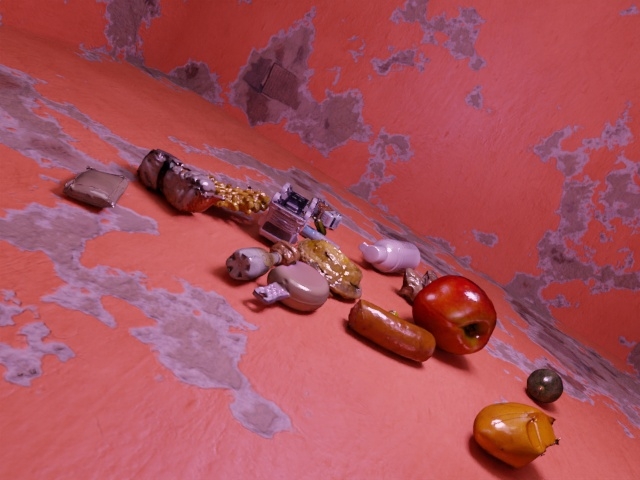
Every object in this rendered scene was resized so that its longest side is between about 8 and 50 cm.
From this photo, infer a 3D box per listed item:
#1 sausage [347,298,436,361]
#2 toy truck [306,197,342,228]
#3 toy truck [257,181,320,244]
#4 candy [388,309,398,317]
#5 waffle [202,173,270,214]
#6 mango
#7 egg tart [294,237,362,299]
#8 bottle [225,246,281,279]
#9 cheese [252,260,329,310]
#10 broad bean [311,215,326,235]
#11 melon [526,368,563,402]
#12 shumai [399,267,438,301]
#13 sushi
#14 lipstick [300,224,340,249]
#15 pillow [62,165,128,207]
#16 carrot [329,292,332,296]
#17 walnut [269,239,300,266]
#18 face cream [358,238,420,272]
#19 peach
[{"bbox_3d":[0.204,0.257,1.338,0.271,0.108,0.109,28,16,-12],"label":"sausage"},{"bbox_3d":[0.003,-0.124,2.184,0.178,0.080,0.115,40,22,32],"label":"toy truck"},{"bbox_3d":[-0.108,-0.089,1.679,0.146,0.175,0.367,30,15,-1],"label":"toy truck"},{"bbox_3d":[0.266,0.267,1.567,0.123,0.035,0.035,36,45,-17],"label":"candy"},{"bbox_3d":[-0.321,-0.161,1.588,0.293,0.069,0.260,17,16,8],"label":"waffle"},{"bbox_3d":[0.457,0.461,1.143,0.252,0.126,0.153,13,34,-33],"label":"mango"},{"bbox_3d":[0.041,0.077,1.555,0.279,0.095,0.279,39,14,-11],"label":"egg tart"},{"bbox_3d":[-0.165,0.058,1.293,0.083,0.083,0.270,35,10,13],"label":"bottle"},{"bbox_3d":[-0.082,0.122,1.248,0.163,0.082,0.286,37,17,23],"label":"cheese"},{"bbox_3d":[0.000,-0.049,1.913,0.069,0.039,0.227,64,0,17],"label":"broad bean"},{"bbox_3d":[0.770,0.497,1.644,0.114,0.114,0.167,41,15,32],"label":"melon"},{"bbox_3d":[0.383,0.193,1.849,0.153,0.161,0.209,10,40,0],"label":"shumai"},{"bbox_3d":[-0.430,-0.178,1.427,0.332,0.129,0.124,37,16,21],"label":"sushi"},{"bbox_3d":[0.000,0.000,1.847,0.158,0.048,0.048,34,15,10],"label":"lipstick"},{"bbox_3d":[-0.552,-0.134,1.197,0.119,0.053,0.208,22,17,-17],"label":"pillow"},{"bbox_3d":[-0.023,0.131,1.424,0.142,0.035,0.035,30,15,-21],"label":"carrot"},{"bbox_3d":[-0.108,0.042,1.461,0.096,0.082,0.079,38,44,18],"label":"walnut"},{"bbox_3d":[0.283,0.066,2.012,0.145,0.145,0.370,40,19,29],"label":"face cream"},{"bbox_3d":[0.418,0.232,1.567,0.246,0.248,0.274,2,16,-16],"label":"peach"}]
